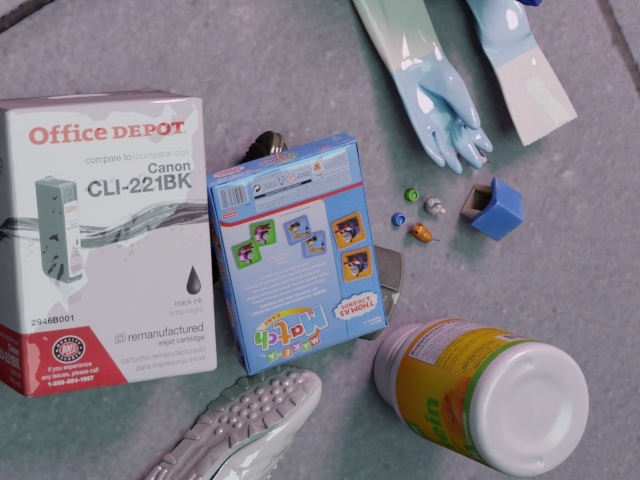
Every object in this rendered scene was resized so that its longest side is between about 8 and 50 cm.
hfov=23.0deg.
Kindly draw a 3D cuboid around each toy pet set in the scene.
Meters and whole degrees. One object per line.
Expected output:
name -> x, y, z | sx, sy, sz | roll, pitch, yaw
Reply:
toy pet set -> 0.162, -0.044, 1.734 | 0.114, 0.065, 0.122 | 32, 82, -27

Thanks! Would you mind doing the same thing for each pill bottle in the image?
pill bottle -> 0.157, 0.155, 1.654 | 0.136, 0.246, 0.136 | -4, 98, -27

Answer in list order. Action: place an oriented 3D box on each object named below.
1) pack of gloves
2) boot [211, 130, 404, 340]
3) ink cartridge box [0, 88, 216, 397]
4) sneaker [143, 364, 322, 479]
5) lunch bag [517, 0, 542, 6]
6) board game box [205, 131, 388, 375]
pack of gloves -> 0.167, -0.200, 1.703 | 0.195, 0.046, 0.232 | -28, 97, -22
boot -> 0.000, -0.002, 1.650 | 0.208, 0.076, 0.189 | 16, 103, -21
ink cartridge box -> -0.215, -0.003, 1.516 | 0.197, 0.114, 0.272 | -7, 99, -26
sneaker -> -0.085, 0.227, 1.640 | 0.235, 0.090, 0.095 | -41, 125, -13
lunch bag -> 0.189, -0.428, 1.632 | 0.293, 0.138, 0.221 | -65, 148, -24
board game box -> -0.024, 0.014, 1.589 | 0.160, 0.039, 0.211 | -18, 114, -17
